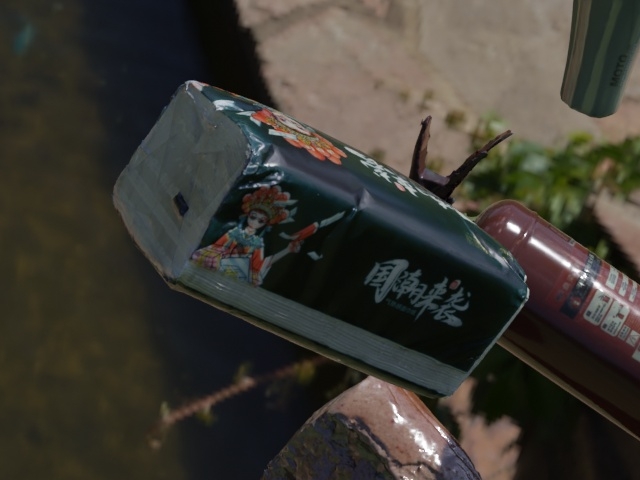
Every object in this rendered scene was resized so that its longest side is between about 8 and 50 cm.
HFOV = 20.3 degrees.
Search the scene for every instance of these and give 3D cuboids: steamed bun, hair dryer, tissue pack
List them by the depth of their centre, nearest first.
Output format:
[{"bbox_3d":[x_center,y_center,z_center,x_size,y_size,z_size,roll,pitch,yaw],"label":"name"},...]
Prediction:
[{"bbox_3d":[0.001,0.000,0.838,0.170,0.090,0.103,26,13,-33],"label":"tissue pack"},{"bbox_3d":[0.189,-0.141,0.886,0.199,0.167,0.067,-7,41,-41],"label":"hair dryer"},{"bbox_3d":[0.034,0.189,1.318,0.106,0.175,0.145,-19,65,-43],"label":"steamed bun"}]

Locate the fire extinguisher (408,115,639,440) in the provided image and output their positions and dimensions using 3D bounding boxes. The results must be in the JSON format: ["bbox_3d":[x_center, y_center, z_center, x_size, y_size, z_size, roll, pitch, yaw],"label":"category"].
[{"bbox_3d":[0.195,0.033,1.407,0.337,0.147,0.106,35,17,-1],"label":"fire extinguisher"}]
